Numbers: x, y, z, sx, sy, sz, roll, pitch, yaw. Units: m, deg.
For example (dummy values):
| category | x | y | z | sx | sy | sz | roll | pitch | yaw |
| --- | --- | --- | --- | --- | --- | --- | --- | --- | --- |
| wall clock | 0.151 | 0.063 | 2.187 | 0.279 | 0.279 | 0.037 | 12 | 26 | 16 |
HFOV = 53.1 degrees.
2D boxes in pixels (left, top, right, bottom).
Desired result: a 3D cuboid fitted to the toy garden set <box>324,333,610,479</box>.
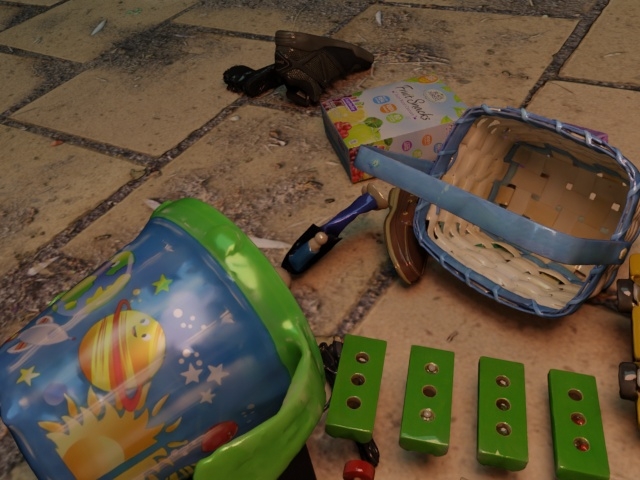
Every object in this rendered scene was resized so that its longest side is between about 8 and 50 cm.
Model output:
| category | x | y | z | sx | sy | sz | roll | pitch | yaw |
| --- | --- | --- | --- | --- | --- | --- | --- | --- | --- |
| toy garden set | 0.124 | 0.194 | 0.571 | 0.244 | 0.049 | 0.204 | 9 | 42 | 7 |

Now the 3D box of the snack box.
| category | x | y | z | sx | sy | sz | roll | pitch | yaw |
| --- | --- | --- | --- | --- | --- | --- | --- | --- | --- |
| snack box | 0.122 | -0.187 | 1.034 | 0.207 | 0.070 | 0.174 | -15 | 39 | -7 |

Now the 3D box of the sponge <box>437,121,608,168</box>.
| category | x | y | z | sx | sy | sz | roll | pitch | yaw |
| --- | --- | --- | --- | --- | --- | --- | --- | --- | --- |
| sponge | 0.286 | -0.128 | 0.914 | 0.210 | 0.031 | 0.117 | -15 | 24 | -12 |

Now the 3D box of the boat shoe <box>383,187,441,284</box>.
| category | x | y | z | sx | sy | sz | roll | pitch | yaw |
| --- | --- | --- | --- | --- | --- | --- | --- | --- | --- |
| boat shoe | 0.121 | -0.019 | 0.823 | 0.060 | 0.064 | 0.178 | -23 | 33 | 26 |

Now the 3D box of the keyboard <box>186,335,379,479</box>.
| category | x | y | z | sx | sy | sz | roll | pitch | yaw |
| --- | --- | --- | --- | --- | --- | --- | --- | --- | --- |
| keyboard | -0.041 | 0.195 | 0.647 | 0.201 | 0.033 | 0.317 | -18 | 41 | -6 |

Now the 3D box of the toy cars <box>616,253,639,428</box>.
| category | x | y | z | sx | sy | sz | roll | pitch | yaw |
| --- | --- | --- | --- | --- | --- | --- | --- | --- | --- |
| toy cars | 0.385 | 0.166 | 0.538 | 0.176 | 0.087 | 0.393 | -33 | 46 | -3 |

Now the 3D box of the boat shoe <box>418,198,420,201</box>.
| category | x | y | z | sx | sy | sz | roll | pitch | yaw |
| --- | --- | --- | --- | --- | --- | --- | --- | --- | --- |
| boat shoe | 0.198 | -0.068 | 0.897 | 0.125 | 0.038 | 0.046 | -4 | 40 | 9 |

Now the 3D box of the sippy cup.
| category | x | y | z | sx | sy | sz | roll | pitch | yaw |
| --- | --- | --- | --- | --- | --- | --- | --- | --- | --- |
| sippy cup | -0.152 | 0.115 | 0.560 | 0.224 | 0.305 | 0.240 | -35 | 89 | -27 |

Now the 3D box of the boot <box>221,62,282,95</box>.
| category | x | y | z | sx | sy | sz | roll | pitch | yaw |
| --- | --- | --- | --- | --- | --- | --- | --- | --- | --- |
| boot | -0.130 | -0.334 | 1.293 | 0.121 | 0.045 | 0.099 | -34 | 41 | -25 |

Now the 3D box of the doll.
| category | x | y | z | sx | sy | sz | roll | pitch | yaw |
| --- | --- | --- | --- | --- | --- | --- | --- | --- | --- |
| doll | 0.000 | 0.000 | 0.819 | 0.189 | 0.046 | 0.129 | -40 | 3 | -5 |

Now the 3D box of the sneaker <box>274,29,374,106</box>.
| category | x | y | z | sx | sy | sz | roll | pitch | yaw |
| --- | --- | --- | --- | --- | --- | --- | --- | --- | --- |
| sneaker | 0.004 | -0.323 | 1.225 | 0.227 | 0.130 | 0.087 | -8 | 24 | -43 |

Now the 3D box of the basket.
| category | x | y | z | sx | sy | sz | roll | pitch | yaw |
| --- | --- | --- | --- | --- | --- | --- | --- | --- | --- |
| basket | 0.208 | -0.034 | 0.681 | 0.289 | 0.201 | 0.255 | 10 | 18 | -45 |
